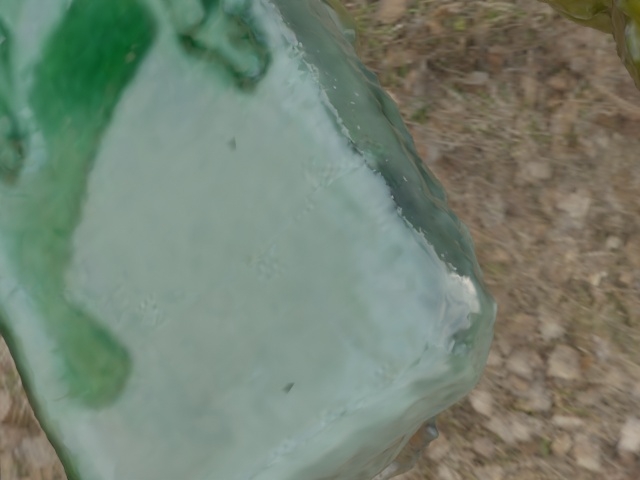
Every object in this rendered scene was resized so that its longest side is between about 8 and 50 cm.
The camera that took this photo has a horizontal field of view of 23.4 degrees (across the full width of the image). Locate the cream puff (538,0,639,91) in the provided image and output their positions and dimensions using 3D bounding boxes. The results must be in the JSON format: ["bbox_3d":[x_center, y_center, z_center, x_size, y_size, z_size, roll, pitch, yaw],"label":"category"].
[{"bbox_3d":[0.218,-0.160,0.638,0.291,0.257,0.324,-4,123,4],"label":"cream puff"}]

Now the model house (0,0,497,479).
[{"bbox_3d":[0.000,0.000,0.764,0.194,0.325,0.267,-36,69,17],"label":"model house"}]
